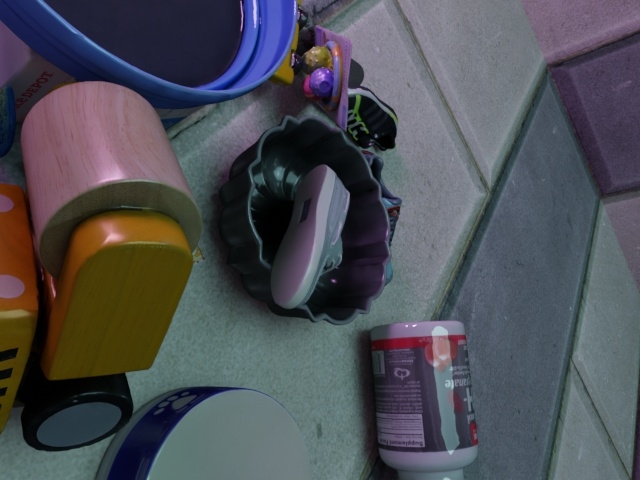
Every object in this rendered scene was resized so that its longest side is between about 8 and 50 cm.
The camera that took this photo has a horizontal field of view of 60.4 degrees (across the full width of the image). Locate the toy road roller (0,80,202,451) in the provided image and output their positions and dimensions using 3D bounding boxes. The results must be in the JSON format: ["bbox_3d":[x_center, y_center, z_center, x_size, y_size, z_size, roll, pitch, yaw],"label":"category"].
[{"bbox_3d":[-0.266,0.031,0.451,0.240,0.329,0.202,4,41,-39],"label":"toy road roller"}]

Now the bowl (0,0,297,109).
[{"bbox_3d":[-0.187,-0.318,0.559,0.391,0.077,0.391,21,61,-44],"label":"bowl"}]

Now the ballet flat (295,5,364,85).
[{"bbox_3d":[-0.015,-0.373,1.055,0.250,0.058,0.084,27,98,-36],"label":"ballet flat"}]

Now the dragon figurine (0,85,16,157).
[{"bbox_3d":[-0.338,-0.116,0.498,0.144,0.289,0.085,41,35,18],"label":"dragon figurine"}]

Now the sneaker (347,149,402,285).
[{"bbox_3d":[0.094,-0.039,1.023,0.104,0.125,0.262,-20,95,-49],"label":"sneaker"}]

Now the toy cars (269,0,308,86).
[{"bbox_3d":[-0.137,-0.433,0.909,0.176,0.087,0.393,-34,101,-41],"label":"toy cars"}]

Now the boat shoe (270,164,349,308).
[{"bbox_3d":[-0.001,0.000,0.751,0.081,0.079,0.227,37,50,-31],"label":"boat shoe"}]

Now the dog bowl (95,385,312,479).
[{"bbox_3d":[-0.134,0.316,0.678,0.265,0.104,0.265,17,66,-45],"label":"dog bowl"}]

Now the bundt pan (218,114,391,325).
[{"bbox_3d":[-0.030,-0.023,0.879,0.331,0.124,0.331,18,65,-44],"label":"bundt pan"}]

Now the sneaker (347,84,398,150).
[{"bbox_3d":[0.091,-0.237,1.109,0.235,0.084,0.097,9,74,-47],"label":"sneaker"}]

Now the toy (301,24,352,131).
[{"bbox_3d":[-0.003,-0.281,0.931,0.237,0.056,0.137,-111,-159,-61],"label":"toy"}]

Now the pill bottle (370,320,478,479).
[{"bbox_3d":[0.187,0.309,0.990,0.176,0.176,0.318,10,72,-47],"label":"pill bottle"}]

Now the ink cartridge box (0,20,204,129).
[{"bbox_3d":[-0.262,-0.234,0.638,0.233,0.171,0.168,-5,83,-49],"label":"ink cartridge box"}]

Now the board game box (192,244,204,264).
[{"bbox_3d":[-0.248,-0.029,0.691,0.147,0.045,0.193,-35,105,-48],"label":"board game box"}]
